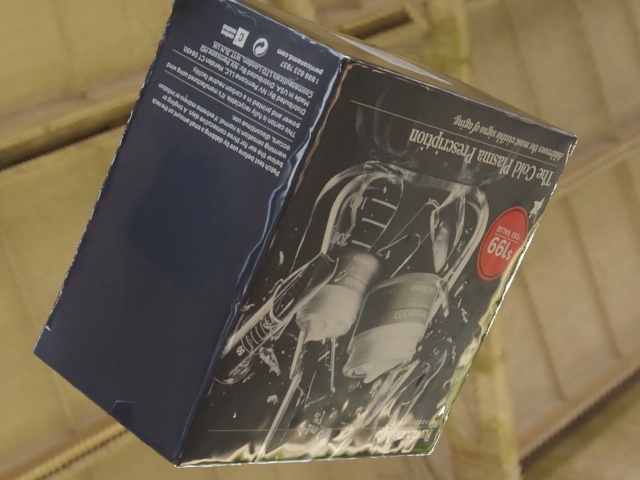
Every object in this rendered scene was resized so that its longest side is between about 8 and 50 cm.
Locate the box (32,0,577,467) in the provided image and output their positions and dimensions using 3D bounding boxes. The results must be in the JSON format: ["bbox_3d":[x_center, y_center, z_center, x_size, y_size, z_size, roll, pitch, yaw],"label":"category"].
[{"bbox_3d":[0.000,0.000,1.111,0.343,0.179,0.312,9,-71,-53],"label":"box"}]
